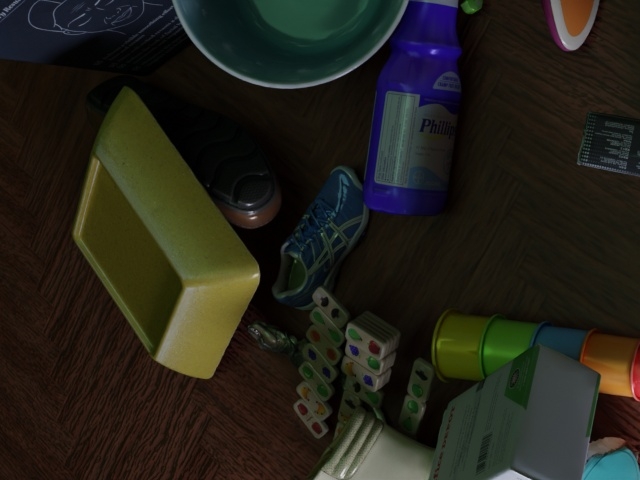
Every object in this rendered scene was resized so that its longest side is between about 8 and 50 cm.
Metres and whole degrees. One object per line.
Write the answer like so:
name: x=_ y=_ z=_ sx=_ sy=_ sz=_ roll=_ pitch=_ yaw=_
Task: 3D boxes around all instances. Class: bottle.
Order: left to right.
bottle: x=0.122 y=-0.173 z=1.679 sx=0.092 sy=0.118 sz=0.283 roll=12 pitch=97 yaw=35

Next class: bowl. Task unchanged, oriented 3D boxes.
bowl: x=-0.024 y=-0.345 z=1.700 sx=0.311 sy=0.163 sz=0.312 roll=1 pitch=93 yaw=10

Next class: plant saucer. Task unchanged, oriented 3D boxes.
plant saucer: x=-0.239 y=0.010 z=1.852 sx=0.333 sy=0.081 sz=0.333 roll=54 pitch=149 yaw=17

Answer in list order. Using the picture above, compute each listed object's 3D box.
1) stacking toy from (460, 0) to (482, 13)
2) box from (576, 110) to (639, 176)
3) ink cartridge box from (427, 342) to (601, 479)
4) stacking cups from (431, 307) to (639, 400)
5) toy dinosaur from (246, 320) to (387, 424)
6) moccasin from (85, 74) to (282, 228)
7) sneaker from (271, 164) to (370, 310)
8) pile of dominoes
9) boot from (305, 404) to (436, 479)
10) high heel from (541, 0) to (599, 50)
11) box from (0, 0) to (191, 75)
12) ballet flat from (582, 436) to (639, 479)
stacking toy: x=0.198 y=-0.398 z=1.615 sx=0.167 sy=0.052 sz=0.221 roll=161 pitch=101 yaw=-66
box: x=0.437 y=-0.079 z=1.399 sx=0.270 sy=0.216 sz=0.060 roll=14 pitch=99 yaw=33
ink cartridge box: x=0.216 y=0.237 z=1.544 sx=0.219 sy=0.092 sz=0.160 roll=-48 pitch=20 yaw=58
stacking cups: x=0.287 y=0.140 z=1.579 sx=0.316 sy=0.096 sz=0.096 roll=5 pitch=93 yaw=35
toy dinosaur: x=0.019 y=0.163 z=1.792 sx=0.268 sy=0.064 sz=0.118 roll=40 pitch=127 yaw=25
moccasin: x=-0.195 y=-0.105 z=1.890 sx=0.380 sy=0.139 sz=0.147 roll=25 pitch=141 yaw=35
sneaker: x=0.000 y=0.000 z=1.789 sx=0.080 sy=0.081 sz=0.211 roll=28 pitch=105 yaw=33
pile of dominoes: x=0.040 y=0.201 z=1.722 sx=0.196 sy=0.040 sz=0.251 roll=32 pitch=130 yaw=27
boot: x=0.067 y=0.355 z=1.685 sx=0.203 sy=0.095 sz=0.262 roll=27 pitch=104 yaw=-2
high heel: x=0.269 y=-0.349 z=1.613 sx=0.117 sy=0.082 sz=0.244 roll=7 pitch=109 yaw=62
box: x=-0.309 y=-0.395 z=1.810 sx=0.293 sy=0.395 sz=0.212 roll=-30 pitch=74 yaw=31
ballet flat: x=0.271 y=0.418 z=1.582 sx=0.147 sy=0.147 sz=0.409 roll=14 pitch=98 yaw=34
